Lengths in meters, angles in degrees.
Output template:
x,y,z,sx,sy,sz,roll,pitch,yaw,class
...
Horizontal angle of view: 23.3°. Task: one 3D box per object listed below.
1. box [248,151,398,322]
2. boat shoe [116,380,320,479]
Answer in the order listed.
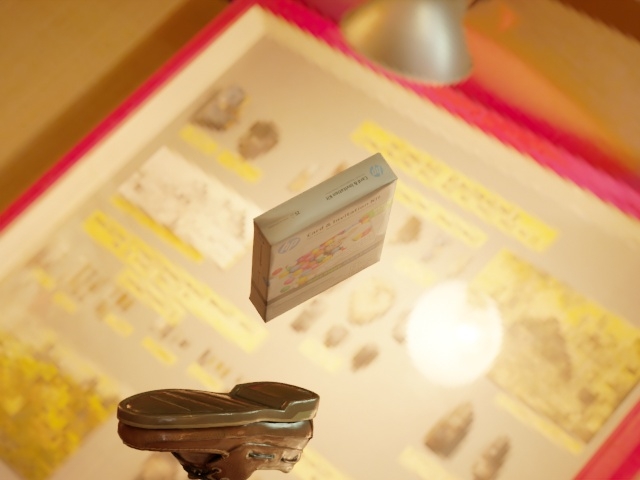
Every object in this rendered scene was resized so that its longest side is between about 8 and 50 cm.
x,y,z,sx,sy,sz,roll,pitch,yaw,class
0.000,0.000,1.544,0.038,0.145,0.186,55,-18,21,box
-0.106,0.221,1.710,0.111,0.104,0.307,16,7,38,boat shoe
